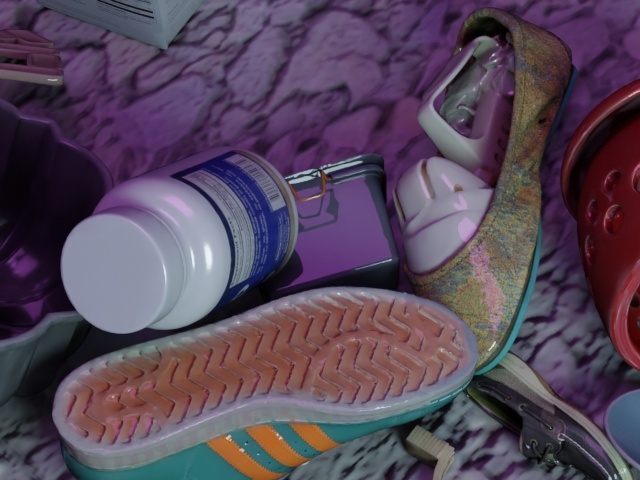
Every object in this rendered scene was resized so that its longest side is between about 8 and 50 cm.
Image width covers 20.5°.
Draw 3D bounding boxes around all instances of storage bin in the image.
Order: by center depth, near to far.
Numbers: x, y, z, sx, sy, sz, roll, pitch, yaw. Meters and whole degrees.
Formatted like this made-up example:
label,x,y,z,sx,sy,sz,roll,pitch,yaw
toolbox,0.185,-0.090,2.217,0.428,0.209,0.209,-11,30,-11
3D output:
label,x,y,z,sx,sy,sz,roll,pitch,yaw
storage bin,0.000,0.000,1.383,0.135,0.098,0.091,-17,63,-7

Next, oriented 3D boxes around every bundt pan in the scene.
label,x,y,z,sx,sy,sz,roll,pitch,yaw
bundt pan,-0.315,0.018,1.331,0.330,0.124,0.331,11,36,-8

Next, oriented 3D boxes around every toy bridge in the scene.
label,x,y,z,sx,sy,sz,roll,pitch,yaw
toy bridge,0.040,0.217,1.248,0.063,0.026,0.188,29,61,23

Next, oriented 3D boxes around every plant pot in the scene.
label,x,y,z,sx,sy,sz,roll,pitch,yaw
plant pot,0.277,-0.017,1.309,0.191,0.191,0.174,-14,44,-5

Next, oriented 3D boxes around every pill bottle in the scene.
label,x,y,z,sx,sy,sz,roll,pitch,yaw
pill bottle,-0.102,0.002,1.260,0.112,0.112,0.186,20,21,19

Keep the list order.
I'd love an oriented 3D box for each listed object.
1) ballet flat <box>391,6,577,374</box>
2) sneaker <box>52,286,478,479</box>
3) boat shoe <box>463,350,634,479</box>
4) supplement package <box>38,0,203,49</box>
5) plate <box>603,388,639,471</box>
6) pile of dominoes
label,x,y,z,sx,sy,sz,roll,pitch,yaw
ballet flat,0.116,-0.052,1.381,0.123,0.123,0.349,9,51,12
sneaker,-0.036,0.118,1.271,0.302,0.121,0.108,-11,56,-4
boat shoe,0.164,0.140,1.282,0.049,0.056,0.152,-36,48,-15
supplement package,-0.162,-0.323,1.569,0.149,0.203,0.194,21,57,20
plate,0.287,0.155,1.229,0.188,0.024,0.188,11,21,-4
pile of dominoes,-0.346,-0.155,1.500,0.251,0.040,0.196,6,16,-10
